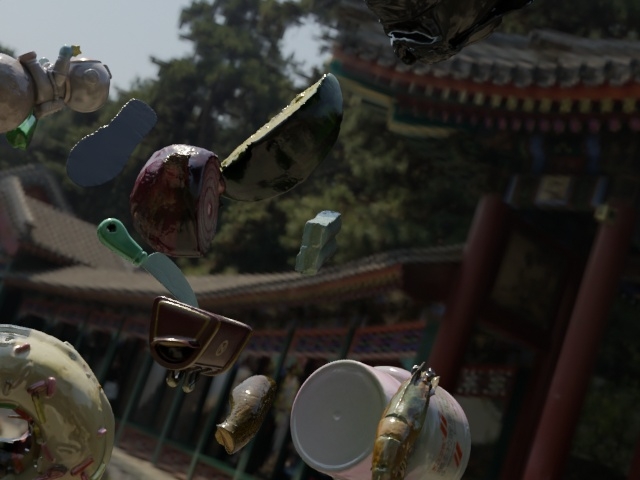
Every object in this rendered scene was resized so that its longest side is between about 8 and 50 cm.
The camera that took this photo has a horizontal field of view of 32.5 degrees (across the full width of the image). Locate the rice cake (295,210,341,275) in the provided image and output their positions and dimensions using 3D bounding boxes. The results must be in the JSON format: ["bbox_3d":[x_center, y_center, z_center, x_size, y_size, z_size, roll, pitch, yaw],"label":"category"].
[{"bbox_3d":[0.000,0.000,1.726,0.040,0.085,0.226,13,8,6],"label":"rice cake"}]

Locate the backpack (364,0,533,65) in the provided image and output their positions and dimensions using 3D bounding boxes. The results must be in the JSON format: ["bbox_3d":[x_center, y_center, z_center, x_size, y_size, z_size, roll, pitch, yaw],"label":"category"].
[{"bbox_3d":[0.243,-0.479,1.743,0.255,0.445,0.363,35,1,-16],"label":"backpack"}]

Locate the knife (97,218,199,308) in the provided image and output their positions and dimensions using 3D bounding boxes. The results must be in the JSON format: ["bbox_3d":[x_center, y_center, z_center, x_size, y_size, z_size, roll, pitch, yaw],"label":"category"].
[{"bbox_3d":[-0.334,0.047,2.185,0.260,0.063,0.034,41,-35,-14],"label":"knife"}]

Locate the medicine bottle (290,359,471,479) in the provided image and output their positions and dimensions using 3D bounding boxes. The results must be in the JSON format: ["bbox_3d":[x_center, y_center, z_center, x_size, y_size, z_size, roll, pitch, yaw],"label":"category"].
[{"bbox_3d":[0.108,0.345,1.975,0.241,0.241,0.302,11,-12,37],"label":"medicine bottle"}]

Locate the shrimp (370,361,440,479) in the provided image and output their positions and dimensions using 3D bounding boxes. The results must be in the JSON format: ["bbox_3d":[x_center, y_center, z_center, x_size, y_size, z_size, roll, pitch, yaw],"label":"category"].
[{"bbox_3d":[0.097,0.230,1.318,0.051,0.217,0.115,17,-49,10],"label":"shrimp"}]

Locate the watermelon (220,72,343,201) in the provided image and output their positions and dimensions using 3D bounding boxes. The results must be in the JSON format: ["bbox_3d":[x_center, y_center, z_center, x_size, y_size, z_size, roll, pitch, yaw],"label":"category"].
[{"bbox_3d":[-0.075,-0.166,1.919,0.123,0.301,0.129,47,9,-32],"label":"watermelon"}]

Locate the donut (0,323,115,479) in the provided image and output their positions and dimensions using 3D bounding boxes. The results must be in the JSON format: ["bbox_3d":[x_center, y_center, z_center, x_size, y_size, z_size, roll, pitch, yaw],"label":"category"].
[{"bbox_3d":[-0.544,0.332,1.861,0.383,0.382,0.142,20,10,-8],"label":"donut"}]

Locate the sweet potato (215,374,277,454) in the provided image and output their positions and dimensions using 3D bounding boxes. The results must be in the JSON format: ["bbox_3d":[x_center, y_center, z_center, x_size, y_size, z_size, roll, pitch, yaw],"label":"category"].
[{"bbox_3d":[-0.149,0.339,2.260,0.085,0.112,0.286,27,19,1],"label":"sweet potato"}]

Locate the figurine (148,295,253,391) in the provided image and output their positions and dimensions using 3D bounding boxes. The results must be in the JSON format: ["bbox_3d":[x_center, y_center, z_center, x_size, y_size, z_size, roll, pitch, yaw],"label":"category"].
[{"bbox_3d":[-0.150,0.122,1.243,0.082,0.098,0.154,20,-2,18],"label":"figurine"}]

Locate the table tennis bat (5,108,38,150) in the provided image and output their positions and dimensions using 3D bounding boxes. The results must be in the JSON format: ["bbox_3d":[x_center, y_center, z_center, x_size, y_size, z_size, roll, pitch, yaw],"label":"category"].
[{"bbox_3d":[-0.564,-0.238,2.128,0.039,0.160,0.257,16,22,-9],"label":"table tennis bat"}]

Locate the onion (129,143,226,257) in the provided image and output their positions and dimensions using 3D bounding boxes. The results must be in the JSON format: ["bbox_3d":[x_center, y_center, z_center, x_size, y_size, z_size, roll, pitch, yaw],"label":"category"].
[{"bbox_3d":[-0.240,-0.083,1.800,0.140,0.195,0.218,12,-25,11],"label":"onion"}]

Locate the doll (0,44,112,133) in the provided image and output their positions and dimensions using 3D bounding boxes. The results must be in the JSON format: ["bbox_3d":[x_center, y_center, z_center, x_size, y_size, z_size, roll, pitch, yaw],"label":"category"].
[{"bbox_3d":[-0.505,-0.273,1.972,0.287,0.151,0.151,-12,9,-34],"label":"doll"}]

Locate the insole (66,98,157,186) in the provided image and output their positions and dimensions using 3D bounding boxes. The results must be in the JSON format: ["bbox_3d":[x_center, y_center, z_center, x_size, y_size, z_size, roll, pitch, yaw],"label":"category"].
[{"bbox_3d":[-0.452,-0.213,2.397,0.109,0.322,0.007,42,-48,-10],"label":"insole"}]
